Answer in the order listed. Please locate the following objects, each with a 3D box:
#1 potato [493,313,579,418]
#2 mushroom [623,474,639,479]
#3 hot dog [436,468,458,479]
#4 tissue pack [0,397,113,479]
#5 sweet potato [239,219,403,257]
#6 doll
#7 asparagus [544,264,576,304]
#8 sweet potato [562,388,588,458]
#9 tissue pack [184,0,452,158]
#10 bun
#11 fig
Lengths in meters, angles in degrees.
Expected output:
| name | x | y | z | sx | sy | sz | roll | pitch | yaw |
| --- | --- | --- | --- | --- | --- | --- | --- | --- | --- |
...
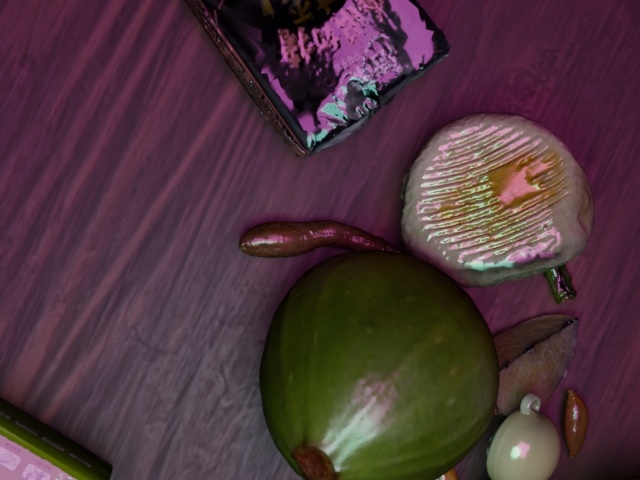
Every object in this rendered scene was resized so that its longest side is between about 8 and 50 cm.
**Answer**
| name | x | y | z | sx | sy | sz | roll | pitch | yaw |
| --- | --- | --- | --- | --- | --- | --- | --- | --- | --- |
| potato | 0.255 | 0.165 | 1.836 | 0.172 | 0.089 | 0.100 | -34 | 119 | -30 |
| mushroom | 0.420 | 0.454 | 1.709 | 0.334 | 0.356 | 0.331 | -24 | 99 | 8 |
| hot dog | 0.107 | 0.404 | 1.813 | 0.115 | 0.072 | 0.269 | 13 | 90 | -25 |
| tissue pack | -0.409 | 0.281 | 1.705 | 0.275 | 0.200 | 0.167 | 32 | 86 | -5 |
| sweet potato | 0.000 | 0.000 | 1.816 | 0.214 | 0.050 | 0.050 | 0 | 91 | -11 |
| doll | 0.238 | 0.329 | 1.785 | 0.141 | 0.117 | 0.296 | -4 | 104 | -41 |
| asparagus | 0.300 | 0.002 | 1.850 | 0.036 | 0.030 | 0.165 | -15 | 93 | 5 |
| sweet potato | 0.335 | 0.241 | 1.857 | 0.034 | 0.034 | 0.095 | -3 | 101 | -5 |
| tissue pack | -0.021 | -0.294 | 1.773 | 0.245 | 0.123 | 0.332 | -36 | 91 | 2 |
| bun | 0.215 | -0.037 | 1.777 | 0.244 | 0.153 | 0.244 | -3 | 73 | 9 |
| fig | 0.057 | 0.172 | 1.678 | 0.316 | 0.316 | 0.316 | 0 | 91 | -5 |
